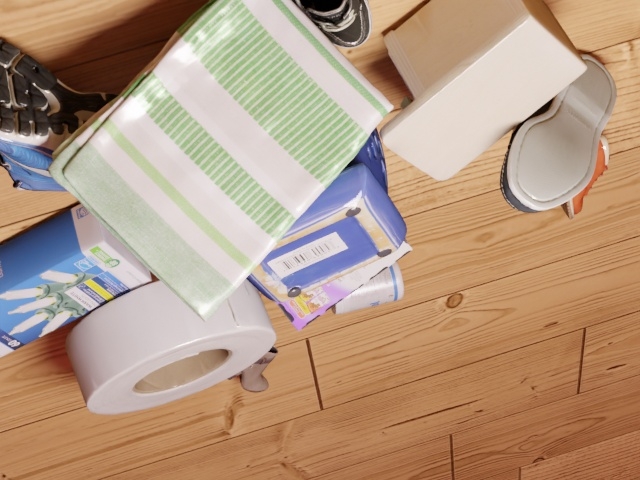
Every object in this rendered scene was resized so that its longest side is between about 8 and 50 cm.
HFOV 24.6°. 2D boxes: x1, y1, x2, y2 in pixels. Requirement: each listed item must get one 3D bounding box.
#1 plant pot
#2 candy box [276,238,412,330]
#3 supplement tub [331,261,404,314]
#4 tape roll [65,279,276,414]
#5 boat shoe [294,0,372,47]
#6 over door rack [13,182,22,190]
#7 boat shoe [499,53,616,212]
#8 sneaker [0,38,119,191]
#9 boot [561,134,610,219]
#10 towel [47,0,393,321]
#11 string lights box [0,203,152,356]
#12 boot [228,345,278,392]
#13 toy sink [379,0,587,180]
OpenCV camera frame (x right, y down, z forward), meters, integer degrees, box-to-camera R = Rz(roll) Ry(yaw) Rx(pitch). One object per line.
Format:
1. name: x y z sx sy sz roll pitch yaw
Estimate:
1. plant pot: -0.035 -0.068 1.785 0.236 0.212 0.236 -24 154 7
2. candy box: 0.000 0.000 1.973 0.196 0.070 0.165 -35 128 0
3. supplement tub: 0.064 0.065 2.175 0.107 0.071 0.071 -14 146 -9
4. tape roll: -0.207 0.141 2.051 0.286 0.100 0.286 -20 162 -7
5. boat shoe: 0.004 -0.272 1.663 0.077 0.070 0.219 -28 146 12
6. over door rack: -0.528 -0.023 1.714 0.324 0.108 0.239 8 136 -35
7. boat shoe: 0.293 -0.120 1.866 0.091 0.114 0.302 -41 -174 46
8. sneaker: -0.338 -0.118 1.649 0.330 0.130 0.147 24 137 -33
9. boot: 0.382 -0.092 2.129 0.084 0.059 0.158 -21 146 -7
10. towel: -0.105 -0.113 1.614 0.325 0.248 0.038 -48 -170 -9
11. string lights box: -0.370 0.055 1.930 0.259 0.077 0.133 -27 148 11
12. boot: -0.099 0.195 2.302 0.087 0.042 0.118 -40 142 24
13. toy sink: 0.175 -0.210 1.788 0.234 0.131 0.152 -40 142 19
